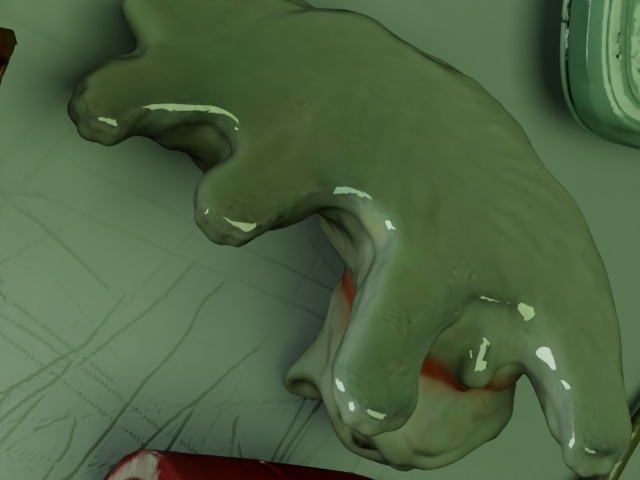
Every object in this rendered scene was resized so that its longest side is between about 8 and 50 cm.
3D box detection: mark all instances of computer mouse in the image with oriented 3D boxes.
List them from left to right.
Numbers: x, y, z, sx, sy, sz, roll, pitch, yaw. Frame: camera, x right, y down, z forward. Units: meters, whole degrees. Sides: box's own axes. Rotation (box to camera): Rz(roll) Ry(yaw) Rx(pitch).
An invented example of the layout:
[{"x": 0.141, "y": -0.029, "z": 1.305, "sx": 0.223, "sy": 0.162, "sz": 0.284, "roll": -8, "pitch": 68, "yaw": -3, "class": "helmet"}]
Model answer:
[{"x": 0.280, "y": -0.131, "z": 1.075, "sx": 0.288, "sy": 0.097, "sz": 0.160, "roll": 1, "pitch": 99, "yaw": -12, "class": "computer mouse"}]

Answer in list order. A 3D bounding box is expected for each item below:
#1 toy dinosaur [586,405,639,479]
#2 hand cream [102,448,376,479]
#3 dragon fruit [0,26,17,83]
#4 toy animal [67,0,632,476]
[{"x": 0.132, "y": 0.211, "z": 1.074, "sx": 0.251, "sy": 0.072, "sz": 0.200, "roll": -11, "pitch": 92, "yaw": -12, "class": "toy dinosaur"}, {"x": -0.043, "y": 0.228, "z": 0.915, "sx": 0.149, "sy": 0.230, "sz": 0.230, "roll": 12, "pitch": 93, "yaw": -28, "class": "hand cream"}, {"x": -0.245, "y": -0.098, "z": 0.788, "sx": 0.224, "sy": 0.227, "sz": 0.224, "roll": -1, "pitch": 73, "yaw": 4, "class": "dragon fruit"}, {"x": 0.000, "y": 0.000, "z": 0.958, "sx": 0.307, "sy": 0.188, "sz": 0.266, "roll": 7, "pitch": 73, "yaw": -14, "class": "toy animal"}]
